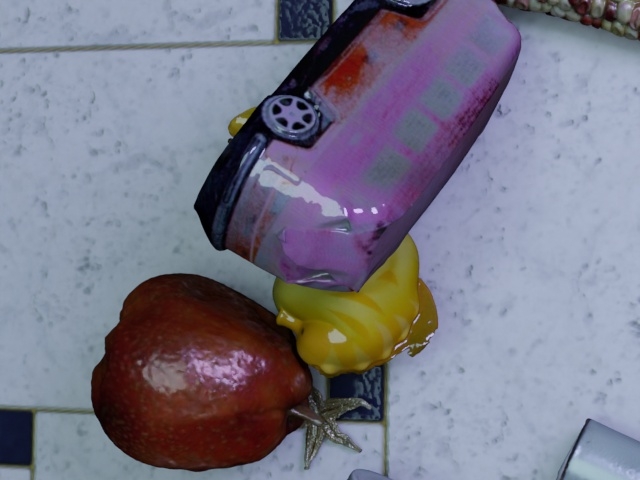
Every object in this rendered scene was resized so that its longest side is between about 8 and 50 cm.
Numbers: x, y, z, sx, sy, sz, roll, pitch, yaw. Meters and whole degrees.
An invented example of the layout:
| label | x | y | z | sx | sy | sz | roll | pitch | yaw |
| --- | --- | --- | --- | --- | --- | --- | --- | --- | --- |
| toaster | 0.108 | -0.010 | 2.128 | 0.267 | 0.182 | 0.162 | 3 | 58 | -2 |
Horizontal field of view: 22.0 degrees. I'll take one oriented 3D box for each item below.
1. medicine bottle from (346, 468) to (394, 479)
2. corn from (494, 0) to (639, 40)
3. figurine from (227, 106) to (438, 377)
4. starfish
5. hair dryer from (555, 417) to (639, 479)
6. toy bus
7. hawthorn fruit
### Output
| label | x | y | z | sx | sy | sz | roll | pitch | yaw |
| --- | --- | --- | --- | --- | --- | --- | --- | --- | --- |
| medicine bottle | 0.011 | 0.324 | 1.334 | 0.143 | 0.143 | 0.258 | 33 | 98 | 16 |
| corn | 0.211 | -0.217 | 1.333 | 0.280 | 0.092 | 0.092 | 20 | 93 | 12 |
| figurine | 0.000 | 0.000 | 1.359 | 0.131 | 0.156 | 0.246 | -27 | 74 | -9 |
| starfish | 0.000 | 0.148 | 1.412 | 0.092 | 0.016 | 0.086 | -21 | 83 | 20 |
| hair dryer | 0.225 | 0.275 | 1.313 | 0.131 | 0.073 | 0.236 | 24 | 97 | 15 |
| toy bus | 0.037 | -0.088 | 1.274 | 0.147 | 0.302 | 0.127 | 31 | 141 | 7 |
| hawthorn fruit | -0.101 | 0.116 | 1.371 | 0.179 | 0.173 | 0.173 | 13 | 92 | -22 |
